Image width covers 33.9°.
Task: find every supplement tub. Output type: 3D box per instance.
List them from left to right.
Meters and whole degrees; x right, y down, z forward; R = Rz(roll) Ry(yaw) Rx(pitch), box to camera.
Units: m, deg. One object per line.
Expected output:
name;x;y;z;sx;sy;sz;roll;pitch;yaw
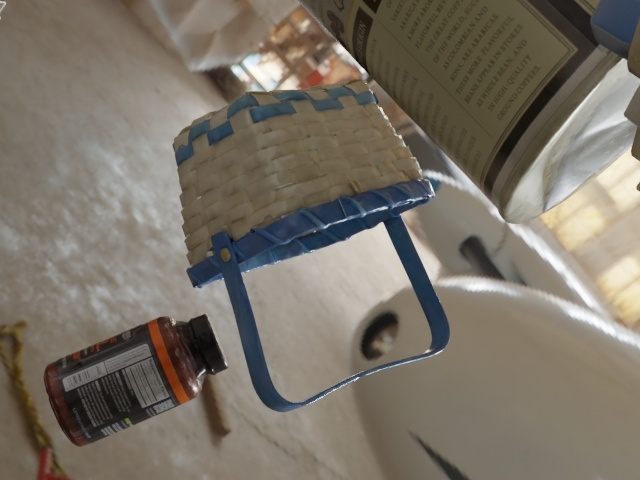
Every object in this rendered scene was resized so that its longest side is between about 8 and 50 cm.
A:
supplement tub;-0.209;0.154;1.212;0.106;0.197;0.106;157;-90;-84

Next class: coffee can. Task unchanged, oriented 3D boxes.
coffee can;0.083;-0.175;0.583;0.275;0.201;0.201;49;11;16

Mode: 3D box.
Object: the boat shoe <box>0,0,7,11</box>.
boat shoe;-0.292;-0.192;0.832;0.096;0.277;0.098;-30;69;-37

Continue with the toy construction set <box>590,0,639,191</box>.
toy construction set;0.069;-0.170;0.378;0.327;0.215;0.151;41;0;13

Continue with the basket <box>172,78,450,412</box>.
basket;0.000;0.000;1.021;0.254;0.201;0.289;-11;76;-46
